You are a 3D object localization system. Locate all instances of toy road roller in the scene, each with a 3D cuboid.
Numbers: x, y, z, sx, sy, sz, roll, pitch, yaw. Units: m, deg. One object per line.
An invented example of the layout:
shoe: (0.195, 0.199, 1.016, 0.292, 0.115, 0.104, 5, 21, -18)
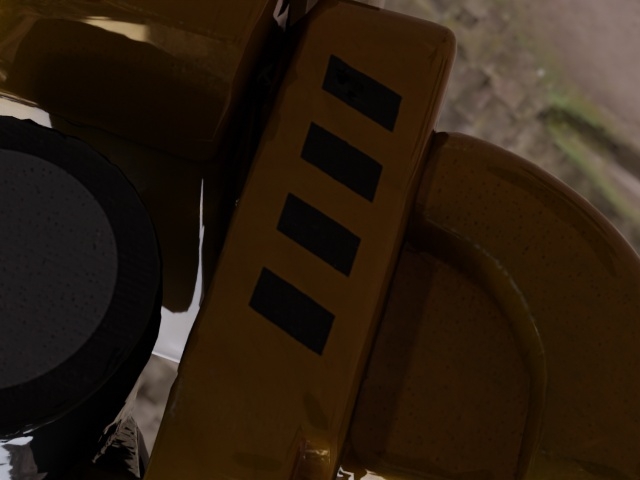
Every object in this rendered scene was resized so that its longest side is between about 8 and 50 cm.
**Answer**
toy road roller: (0.000, 0.000, 0.551, 0.241, 0.329, 0.202, 17, 150, 3)
